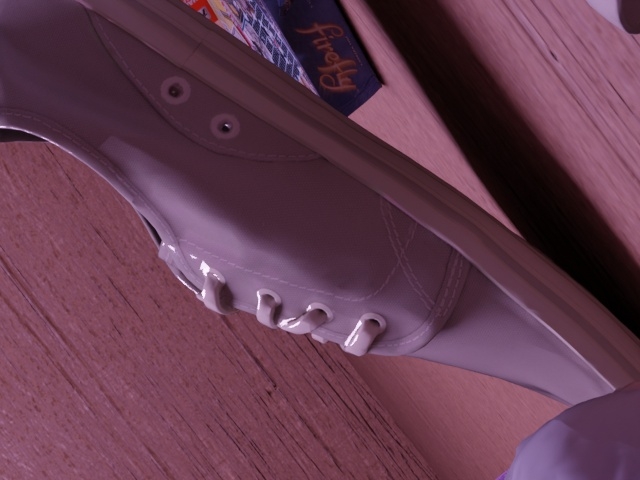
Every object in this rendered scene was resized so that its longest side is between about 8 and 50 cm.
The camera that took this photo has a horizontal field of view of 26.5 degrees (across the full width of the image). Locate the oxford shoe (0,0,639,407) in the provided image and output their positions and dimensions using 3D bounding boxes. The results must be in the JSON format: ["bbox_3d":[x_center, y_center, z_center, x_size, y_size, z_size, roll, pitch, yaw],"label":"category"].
[{"bbox_3d":[0.000,0.000,0.756,0.449,0.130,0.169,32,175,-3],"label":"oxford shoe"}]

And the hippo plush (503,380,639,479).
[{"bbox_3d":[0.184,0.119,0.412,0.294,0.234,0.236,11,-148,-20],"label":"hippo plush"}]

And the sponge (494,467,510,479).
[{"bbox_3d":[0.207,0.199,0.820,0.210,0.117,0.031,53,173,-4],"label":"sponge"}]

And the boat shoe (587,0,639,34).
[{"bbox_3d":[0.050,-0.128,0.287,0.081,0.079,0.227,44,174,26],"label":"boat shoe"}]

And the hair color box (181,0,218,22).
[{"bbox_3d":[-0.162,-0.259,1.220,0.093,0.053,0.167,47,173,37],"label":"hair color box"}]

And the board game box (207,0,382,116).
[{"bbox_3d":[-0.062,-0.201,0.867,0.165,0.042,0.243,45,170,51],"label":"board game box"}]
